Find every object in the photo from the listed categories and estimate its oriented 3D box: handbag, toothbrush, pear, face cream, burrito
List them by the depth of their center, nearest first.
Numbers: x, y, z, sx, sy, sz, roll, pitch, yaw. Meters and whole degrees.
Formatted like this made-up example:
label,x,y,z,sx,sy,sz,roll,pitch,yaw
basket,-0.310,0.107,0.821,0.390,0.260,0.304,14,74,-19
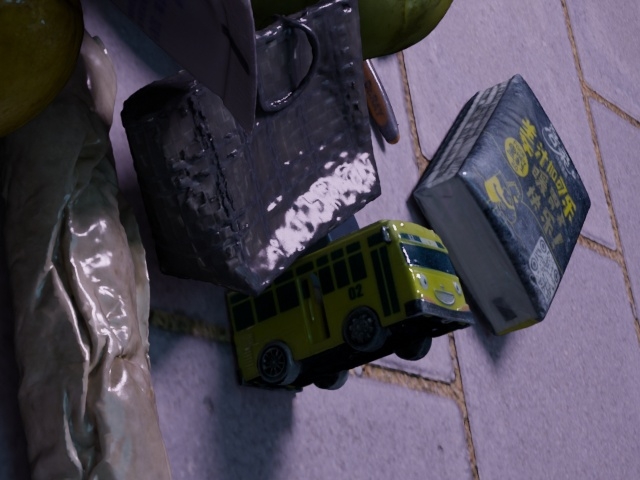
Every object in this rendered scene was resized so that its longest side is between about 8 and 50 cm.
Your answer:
label,x,y,z,sx,sy,sz,roll,pitch,yaw
pear,-0.218,-0.130,0.833,0.149,0.162,0.149,52,28,-42
face cream,-0.184,-0.247,0.855,0.420,0.137,0.235,48,-12,8
burrito,-0.152,0.029,0.912,0.117,0.076,0.392,17,57,-56
handbag,-0.044,-0.075,1.043,0.270,0.088,0.175,-38,130,-45
toothbrush,0.018,-0.246,1.392,0.031,0.023,0.321,-21,89,-52

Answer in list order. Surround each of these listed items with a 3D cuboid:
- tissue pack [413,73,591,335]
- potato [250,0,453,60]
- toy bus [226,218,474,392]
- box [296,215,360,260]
label,x,y,z,sx,sy,sz,roll,pitch,yaw
tissue pack,0.203,-0.044,1.501,0.185,0.081,0.257,59,32,-17
potato,-0.001,-0.257,1.188,0.304,0.215,0.216,1,71,-49
toy bus,0.020,0.052,1.072,0.088,0.175,0.101,17,55,-53
box,0.000,0.000,1.187,0.074,0.054,0.099,-28,97,-57
